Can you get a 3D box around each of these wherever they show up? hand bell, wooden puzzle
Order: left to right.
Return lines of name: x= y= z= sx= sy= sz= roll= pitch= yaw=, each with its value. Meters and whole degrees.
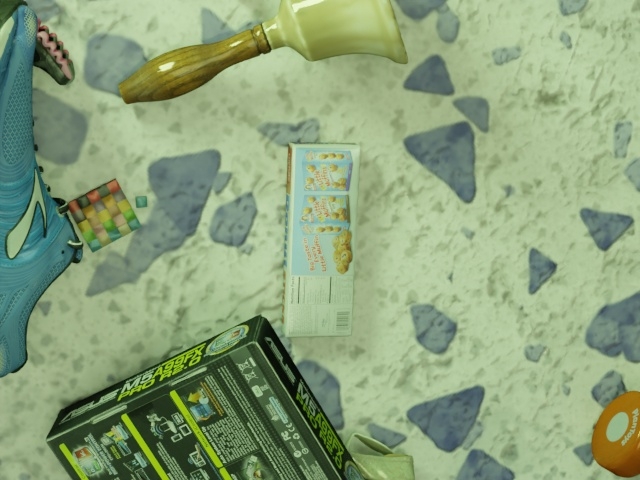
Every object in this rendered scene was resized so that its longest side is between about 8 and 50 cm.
wooden puzzle: x=-0.191 y=-0.022 z=1.172 sx=0.083 sy=0.006 sz=0.049 roll=-29 pitch=106 yaw=-7
hand bell: x=-0.059 y=-0.170 z=1.142 sx=0.242 sy=0.126 sz=0.126 roll=-20 pitch=105 yaw=4

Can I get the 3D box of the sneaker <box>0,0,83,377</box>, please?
sneaker: x=-0.273 y=-0.036 z=1.095 sx=0.147 sy=0.130 sz=0.330 roll=1 pitch=105 yaw=-46

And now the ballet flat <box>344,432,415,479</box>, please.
ballet flat: x=0.012 y=0.202 z=1.250 sx=0.168 sy=0.057 sz=0.052 roll=20 pitch=66 yaw=-20

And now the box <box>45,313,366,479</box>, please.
box: x=-0.080 y=0.227 z=1.184 sx=0.216 sy=0.060 sz=0.270 roll=-27 pitch=106 yaw=15

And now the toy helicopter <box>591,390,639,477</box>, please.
toy helicopter: x=0.423 y=0.126 z=1.233 sx=0.140 sy=0.235 sz=0.355 roll=31 pitch=92 yaw=-17

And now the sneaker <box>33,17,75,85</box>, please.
sneaker: x=-0.258 y=-0.168 z=1.111 sx=0.057 sy=0.047 sz=0.119 roll=-44 pitch=100 yaw=5

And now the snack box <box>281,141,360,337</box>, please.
snack box: x=0.000 y=0.000 z=1.215 sx=0.064 sy=0.022 sz=0.178 roll=0 pitch=101 yaw=-13
